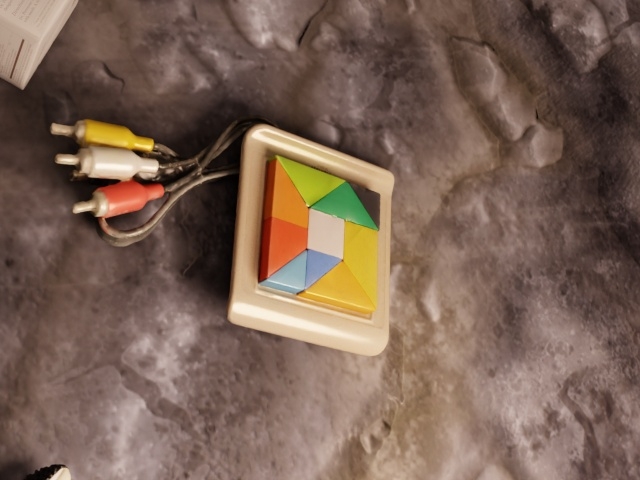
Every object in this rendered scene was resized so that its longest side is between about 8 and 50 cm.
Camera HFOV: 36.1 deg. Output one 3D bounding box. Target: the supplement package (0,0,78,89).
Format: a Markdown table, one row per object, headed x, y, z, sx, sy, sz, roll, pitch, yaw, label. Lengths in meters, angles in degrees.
| x | y | z | sx | sy | sz | roll | pitch | yaw | label |
| --- | --- | --- | --- | --- | --- | --- | --- | --- | --- |
| -0.381 | -0.295 | 1.026 | 0.244 | 0.139 | 0.134 | 30 | 65 | -15 | supplement package |

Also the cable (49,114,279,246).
| x | y | z | sx | sy | sz | roll | pitch | yaw | label |
| --- | --- | --- | --- | --- | --- | --- | --- | --- | --- |
| -0.156 | -0.078 | 1.106 | 0.287 | 0.072 | 0.139 | -10 | 78 | -28 | cable |

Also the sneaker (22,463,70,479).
| x | y | z | sx | sy | sz | roll | pitch | yaw | label |
| --- | --- | --- | --- | --- | --- | --- | --- | --- | --- |
| -0.283 | 0.296 | 0.946 | 0.075 | 0.057 | 0.161 | 47 | 58 | -25 | sneaker |

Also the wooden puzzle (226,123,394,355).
| x | y | z | sx | sy | sz | roll | pitch | yaw | label |
| --- | --- | --- | --- | --- | --- | --- | --- | --- | --- |
| 0.000 | 0.000 | 1.156 | 0.221 | 0.044 | 0.238 | 18 | 68 | -32 | wooden puzzle |
